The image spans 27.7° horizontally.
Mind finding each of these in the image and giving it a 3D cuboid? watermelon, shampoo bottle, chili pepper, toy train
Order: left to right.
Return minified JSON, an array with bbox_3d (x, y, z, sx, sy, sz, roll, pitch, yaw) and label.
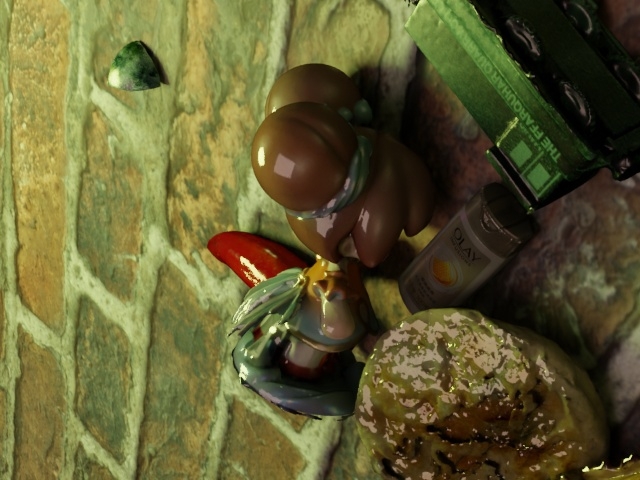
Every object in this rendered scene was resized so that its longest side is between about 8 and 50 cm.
[{"bbox_3d":[-0.277,-0.254,1.984,0.085,0.085,0.061,62,-176,2],"label":"watermelon"},{"bbox_3d":[-0.046,0.077,1.878,0.368,0.092,0.137,48,160,31],"label":"chili pepper"},{"bbox_3d":[0.173,0.022,1.585,0.086,0.056,0.227,56,143,14],"label":"shampoo bottle"},{"bbox_3d":[0.209,-0.181,1.356,0.330,0.138,0.178,54,147,13],"label":"toy train"}]

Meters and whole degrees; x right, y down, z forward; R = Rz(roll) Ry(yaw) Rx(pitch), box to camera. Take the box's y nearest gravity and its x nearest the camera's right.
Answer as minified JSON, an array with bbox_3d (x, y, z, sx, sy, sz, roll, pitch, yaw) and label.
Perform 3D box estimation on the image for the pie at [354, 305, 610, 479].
[{"bbox_3d":[0.195,0.229,1.582,0.339,0.077,0.339,11,122,18],"label":"pie"}]

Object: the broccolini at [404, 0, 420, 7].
[{"bbox_3d":[0.057,-0.337,1.409,0.051,0.239,0.054,-31,46,19],"label":"broccolini"}]

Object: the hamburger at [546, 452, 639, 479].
[{"bbox_3d":[0.367,0.387,1.352,0.445,0.287,0.268,-22,98,43],"label":"hamburger"}]

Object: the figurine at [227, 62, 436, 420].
[{"bbox_3d":[0.001,0.000,1.625,0.248,0.276,0.388,17,115,-7],"label":"figurine"}]
